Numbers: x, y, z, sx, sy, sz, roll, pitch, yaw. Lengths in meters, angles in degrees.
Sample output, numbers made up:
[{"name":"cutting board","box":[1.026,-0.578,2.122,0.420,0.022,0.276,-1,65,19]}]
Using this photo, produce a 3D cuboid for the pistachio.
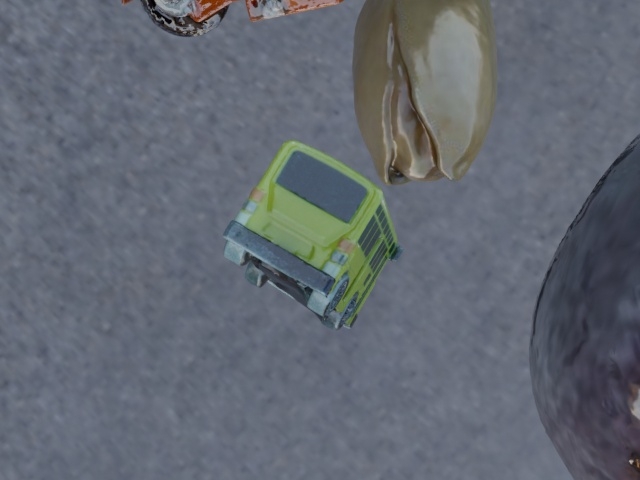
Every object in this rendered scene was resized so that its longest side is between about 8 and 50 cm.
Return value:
[{"name":"pistachio","box":[0.119,-0.197,1.737,0.162,0.293,0.181,-14,148,24]}]

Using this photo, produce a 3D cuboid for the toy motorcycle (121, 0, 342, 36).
[{"name":"toy motorcycle","box":[-0.052,-0.312,1.430,0.148,0.326,0.221,-49,128,-66]}]

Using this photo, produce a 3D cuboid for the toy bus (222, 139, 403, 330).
[{"name":"toy bus","box":[0.000,0.000,1.084,0.101,0.088,0.175,-60,169,-6]}]

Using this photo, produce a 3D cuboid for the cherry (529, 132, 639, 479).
[{"name":"cherry","box":[0.173,0.026,0.581,0.195,0.195,0.195,-19,126,-29]}]
